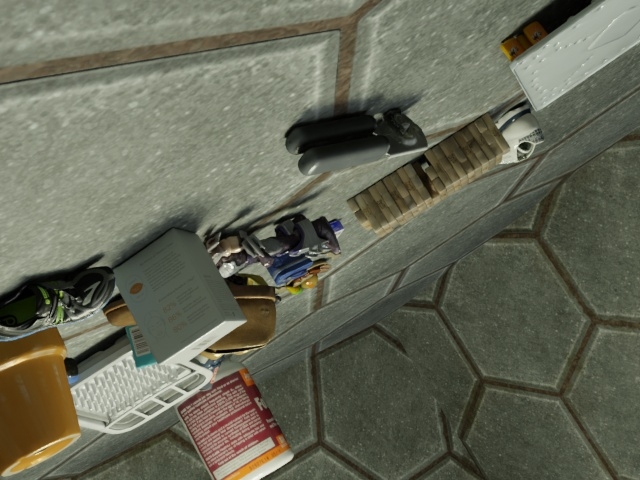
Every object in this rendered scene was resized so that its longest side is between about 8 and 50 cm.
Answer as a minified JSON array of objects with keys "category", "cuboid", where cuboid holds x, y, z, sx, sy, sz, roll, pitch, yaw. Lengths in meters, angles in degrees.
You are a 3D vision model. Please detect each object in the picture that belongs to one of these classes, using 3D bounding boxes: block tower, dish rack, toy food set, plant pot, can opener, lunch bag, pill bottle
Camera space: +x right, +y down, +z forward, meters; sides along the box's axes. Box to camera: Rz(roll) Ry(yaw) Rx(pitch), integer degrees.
[{"category":"block tower","cuboid":[0.225,-0.127,1.551,0.336,0.090,0.097,-32,168,7]},{"category":"dish rack","cuboid":[-0.421,0.309,1.635,0.286,0.072,0.333,-32,152,6]},{"category":"toy food set","cuboid":[-0.030,0.096,1.925,0.192,0.038,0.132,-33,167,10]},{"category":"plant pot","cuboid":[-0.477,0.255,1.174,0.205,0.187,0.205,-29,167,-7]},{"category":"can opener","cuboid":[0.056,-0.140,1.144,0.284,0.076,0.095,-18,161,-42]},{"category":"lunch bag","cuboid":[-0.065,0.054,1.628,0.099,0.065,0.067,-24,165,-27]},{"category":"pill bottle","cuboid":[-0.260,0.472,2.035,0.224,0.392,0.224,-29,168,-7]}]

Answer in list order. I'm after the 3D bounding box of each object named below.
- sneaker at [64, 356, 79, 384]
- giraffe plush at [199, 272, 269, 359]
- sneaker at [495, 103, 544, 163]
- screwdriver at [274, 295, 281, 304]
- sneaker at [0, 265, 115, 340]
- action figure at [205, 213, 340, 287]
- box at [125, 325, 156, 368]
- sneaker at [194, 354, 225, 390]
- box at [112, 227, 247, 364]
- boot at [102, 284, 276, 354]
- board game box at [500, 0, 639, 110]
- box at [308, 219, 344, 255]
[{"category":"sneaker","cuboid":[-0.556,0.327,1.366,0.330,0.147,0.130,-36,167,18]},{"category":"giraffe plush","cuboid":[-0.189,0.125,1.487,0.170,0.182,0.210,107,8,-86]},{"category":"sneaker","cuboid":[0.416,-0.208,1.669,0.090,0.094,0.235,-29,169,-17]},{"category":"screwdriver","cuboid":[-0.170,0.192,2.033,0.170,0.024,0.025,-32,-162,32]},{"category":"sneaker","cuboid":[-0.375,0.087,1.046,0.188,0.067,0.078,-22,171,-24]},{"category":"action figure","cuboid":[-0.114,0.023,1.330,0.285,0.099,0.185,-18,177,-31]},{"category":"box","cuboid":[-0.283,0.184,1.522,0.060,0.100,0.244,-19,175,29]},{"category":"sneaker","cuboid":[-0.267,0.277,1.827,0.350,0.148,0.131,-32,167,3]},{"category":"box","cuboid":[-0.220,0.088,1.163,0.130,0.170,0.091,-33,166,11]},{"category":"boot","cuboid":[-0.228,0.145,1.324,0.306,0.115,0.112,-2,167,-10]},{"category":"board game box","cuboid":[0.508,-0.389,1.288,0.390,0.050,0.390,-35,167,17]},{"category":"box","cuboid":[0.000,0.000,1.659,0.081,0.028,0.136,-25,168,-25]}]
